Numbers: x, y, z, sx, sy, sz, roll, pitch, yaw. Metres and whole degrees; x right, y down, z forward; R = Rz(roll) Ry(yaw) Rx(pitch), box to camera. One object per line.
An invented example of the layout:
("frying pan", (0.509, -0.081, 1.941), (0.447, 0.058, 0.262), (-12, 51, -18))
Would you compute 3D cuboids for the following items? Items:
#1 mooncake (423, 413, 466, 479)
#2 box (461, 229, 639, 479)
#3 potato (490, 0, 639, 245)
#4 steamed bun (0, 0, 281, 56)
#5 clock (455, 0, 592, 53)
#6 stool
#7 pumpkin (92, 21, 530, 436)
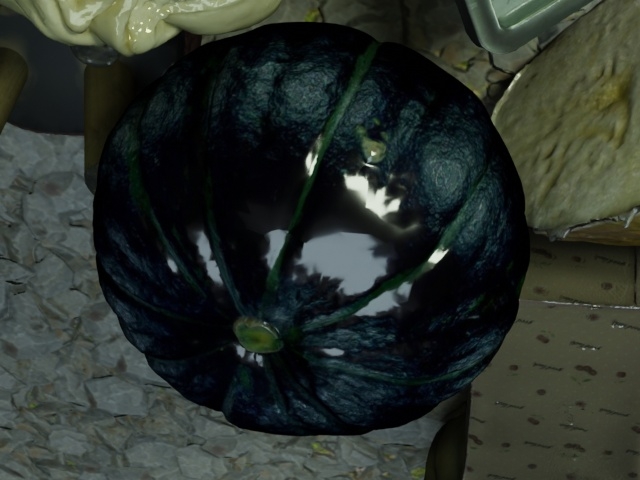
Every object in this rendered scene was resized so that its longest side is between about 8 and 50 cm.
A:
("mooncake", (0.250, 0.299, 1.873), (0.290, 0.161, 0.290), (8, 150, 5))
("box", (0.238, 0.087, 1.667), (0.190, 0.225, 0.297), (3, 134, 6))
("potato", (0.375, -0.068, 1.461), (0.296, 0.290, 0.397), (33, 128, -25))
("steamed bun", (-0.148, -0.293, 1.322), (0.289, 0.276, 0.203), (18, 139, 0))
("clock", (0.195, -0.314, 1.333), (0.273, 0.049, 0.279), (-33, 129, -10))
("stool", (-0.248, -0.169, 1.520), (0.272, 0.178, 0.272), (4, 132, 5))
("pumpkin", (-0.008, -0.002, 1.411), (0.363, 0.266, 0.363), (9, 133, 10))
